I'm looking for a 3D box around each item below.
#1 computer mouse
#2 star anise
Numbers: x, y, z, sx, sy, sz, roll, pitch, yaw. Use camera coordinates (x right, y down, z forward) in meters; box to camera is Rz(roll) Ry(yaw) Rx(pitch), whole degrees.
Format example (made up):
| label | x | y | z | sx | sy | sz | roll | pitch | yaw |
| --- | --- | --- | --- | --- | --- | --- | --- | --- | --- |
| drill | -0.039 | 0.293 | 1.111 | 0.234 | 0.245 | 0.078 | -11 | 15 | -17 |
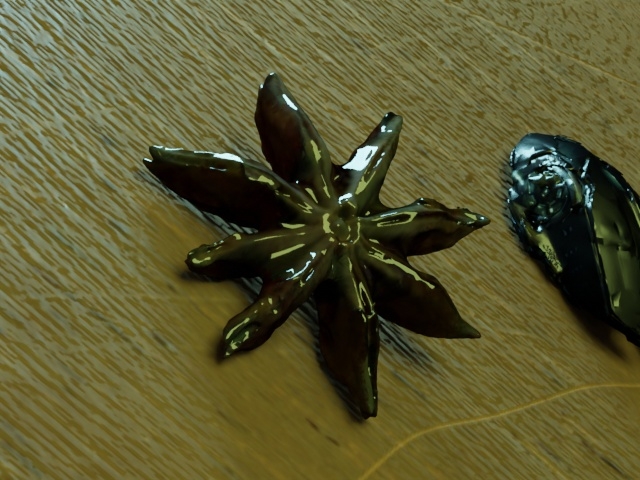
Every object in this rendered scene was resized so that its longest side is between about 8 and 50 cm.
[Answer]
| label | x | y | z | sx | sy | sz | roll | pitch | yaw |
| --- | --- | --- | --- | --- | --- | --- | --- | --- | --- |
| computer mouse | 0.250 | -0.010 | 1.460 | 0.146 | 0.077 | 0.241 | -4 | 58 | -41 |
| star anise | -0.001 | 0.000 | 1.222 | 0.288 | 0.088 | 0.288 | 13 | 57 | -21 |
